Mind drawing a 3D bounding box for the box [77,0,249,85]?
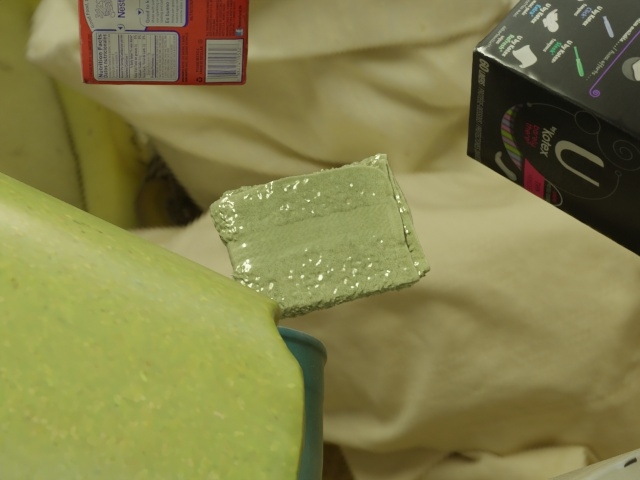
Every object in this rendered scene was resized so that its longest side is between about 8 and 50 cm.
[{"bbox_3d":[-0.116,-0.252,0.935,0.122,0.128,0.257,-102,13,-54],"label":"box"}]

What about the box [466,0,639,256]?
[{"bbox_3d":[0.279,-0.101,1.126,0.270,0.165,0.143,32,66,23],"label":"box"}]

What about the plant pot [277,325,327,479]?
[{"bbox_3d":[-0.118,0.234,1.180,0.271,0.271,0.255,-21,64,37],"label":"plant pot"}]

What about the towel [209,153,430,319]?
[{"bbox_3d":[0.000,0.000,0.953,0.027,0.148,0.110,112,141,-70],"label":"towel"}]

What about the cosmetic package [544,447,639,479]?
[{"bbox_3d":[0.129,0.271,1.012,0.309,0.160,0.113,-33,76,44],"label":"cosmetic package"}]

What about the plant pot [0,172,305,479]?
[{"bbox_3d":[-0.154,0.072,0.438,0.276,0.254,0.276,-52,28,43],"label":"plant pot"}]
